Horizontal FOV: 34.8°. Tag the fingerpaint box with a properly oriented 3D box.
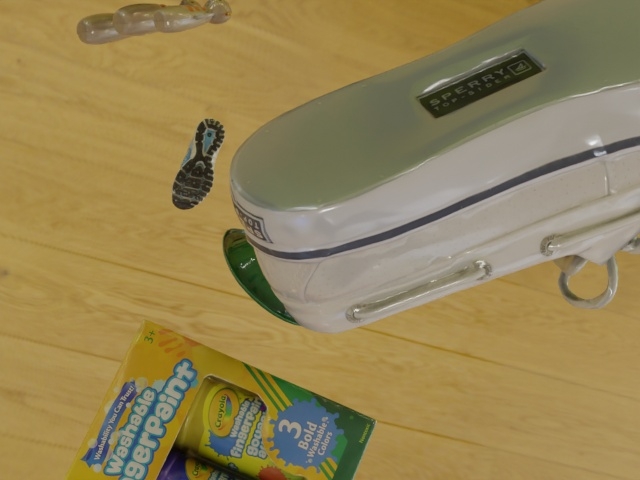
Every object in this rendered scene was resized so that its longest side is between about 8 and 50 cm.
[{"bbox_3d":[-0.174,0.392,1.445,0.371,0.163,0.445,23,73,6],"label":"fingerpaint box"}]

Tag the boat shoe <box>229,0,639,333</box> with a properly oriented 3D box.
[{"bbox_3d":[0.141,-0.035,0.575,0.367,0.136,0.156,-23,130,-7],"label":"boat shoe"}]

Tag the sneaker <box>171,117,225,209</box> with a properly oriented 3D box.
[{"bbox_3d":[-0.207,-0.126,1.738,0.063,0.073,0.162,24,83,-11],"label":"sneaker"}]

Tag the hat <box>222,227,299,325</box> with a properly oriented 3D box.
[{"bbox_3d":[0.000,0.000,1.390,0.183,0.173,0.208,-42,144,21],"label":"hat"}]

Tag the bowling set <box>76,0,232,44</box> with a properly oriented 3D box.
[{"bbox_3d":[-0.255,-0.406,1.546,0.154,0.287,0.200,-20,111,-40],"label":"bowling set"}]
